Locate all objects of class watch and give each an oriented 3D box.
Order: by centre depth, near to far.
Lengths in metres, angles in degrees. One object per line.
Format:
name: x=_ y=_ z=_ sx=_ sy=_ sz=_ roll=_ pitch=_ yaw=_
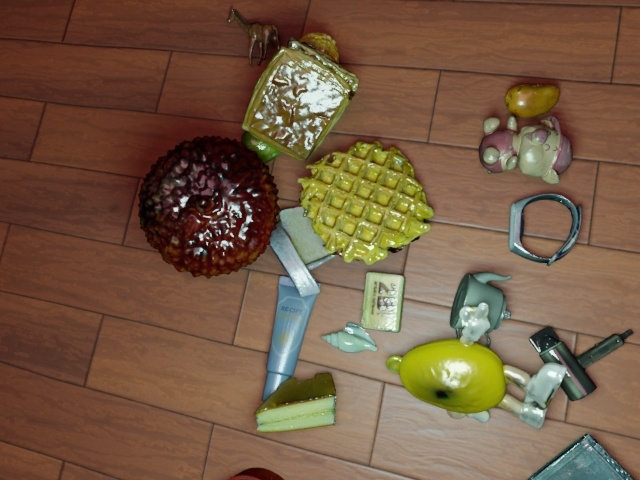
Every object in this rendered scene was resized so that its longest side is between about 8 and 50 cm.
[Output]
watch: x=0.643 y=-0.031 z=1.491 sx=0.193 sy=0.068 sz=0.206 roll=3 pitch=78 yaw=15

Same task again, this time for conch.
conch: x=0.085 y=0.300 z=1.573 sx=0.180 sy=0.088 sz=0.065 roll=8 pitch=125 yaw=9

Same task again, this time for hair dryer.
hair dryer: x=0.727 y=0.288 z=1.416 sx=0.248 sy=0.078 sz=0.196 roll=-30 pitch=73 yaw=-3

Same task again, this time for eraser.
eraser: x=0.189 y=0.186 z=1.564 sx=0.117 sy=0.058 sz=0.172 roll=5 pitch=81 yaw=15

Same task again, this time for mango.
mango: x=0.638 y=-0.423 z=1.558 sx=0.159 sy=0.084 sz=0.105 roll=-7 pitch=83 yaw=13

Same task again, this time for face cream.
face cream: x=-0.104 y=0.306 z=1.604 sx=0.135 sy=0.086 sz=0.385 roll=9 pitch=77 yaw=13

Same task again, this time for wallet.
wallet: x=0.724 y=0.696 z=1.329 sx=0.237 sy=0.075 sz=0.342 roll=-45 pitch=75 yaw=9

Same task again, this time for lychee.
lychee: x=-0.321 y=-0.097 z=1.525 sx=0.424 sy=0.500 sz=0.425 roll=-1 pitch=99 yaw=-8

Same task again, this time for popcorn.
popcorn: x=-0.022 y=-0.599 z=1.724 sx=0.180 sy=0.170 sz=0.180 roll=0 pitch=95 yaw=3

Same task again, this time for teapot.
teapot: x=0.456 y=0.198 z=1.459 sx=0.149 sy=0.162 sz=0.239 roll=16 pitch=99 yaw=4

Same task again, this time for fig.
fig: x=-0.178 y=-0.321 z=1.724 sx=0.156 sy=0.123 sz=0.123 roll=-17 pitch=76 yaw=0

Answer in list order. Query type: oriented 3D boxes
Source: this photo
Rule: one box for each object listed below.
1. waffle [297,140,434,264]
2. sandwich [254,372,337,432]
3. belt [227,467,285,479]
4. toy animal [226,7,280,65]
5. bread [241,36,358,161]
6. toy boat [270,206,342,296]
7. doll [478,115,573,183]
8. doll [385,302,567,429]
waffle: x=0.133 y=-0.123 z=1.581 sx=0.379 sy=0.095 sz=0.382 roll=-25 pitch=72 yaw=-6
sandwich: x=-0.069 y=0.477 z=1.505 sx=0.235 sy=0.128 sz=0.122 roll=-7 pitch=106 yaw=-2
belt: x=-0.160 y=0.819 z=1.499 sx=0.227 sy=0.115 sz=0.324 roll=-44 pitch=73 yaw=3
toy animal: x=-0.242 y=-0.735 z=1.850 sx=0.224 sy=0.066 sz=0.230 roll=-6 pitch=87 yaw=32
bread: x=-0.068 y=-0.442 z=1.636 sx=0.277 sy=0.167 sz=0.324 roll=28 pitch=112 yaw=-12
toy boat: x=-0.033 y=0.005 z=1.639 sx=0.276 sy=0.111 sz=0.293 roll=40 pitch=76 yaw=18
doll: x=0.595 y=-0.268 z=1.505 sx=0.255 sy=0.152 sz=0.196 roll=7 pitch=94 yaw=11
doll: x=0.431 y=0.361 z=1.397 sx=0.423 sy=0.161 sz=0.348 roll=38 pitch=117 yaw=3
